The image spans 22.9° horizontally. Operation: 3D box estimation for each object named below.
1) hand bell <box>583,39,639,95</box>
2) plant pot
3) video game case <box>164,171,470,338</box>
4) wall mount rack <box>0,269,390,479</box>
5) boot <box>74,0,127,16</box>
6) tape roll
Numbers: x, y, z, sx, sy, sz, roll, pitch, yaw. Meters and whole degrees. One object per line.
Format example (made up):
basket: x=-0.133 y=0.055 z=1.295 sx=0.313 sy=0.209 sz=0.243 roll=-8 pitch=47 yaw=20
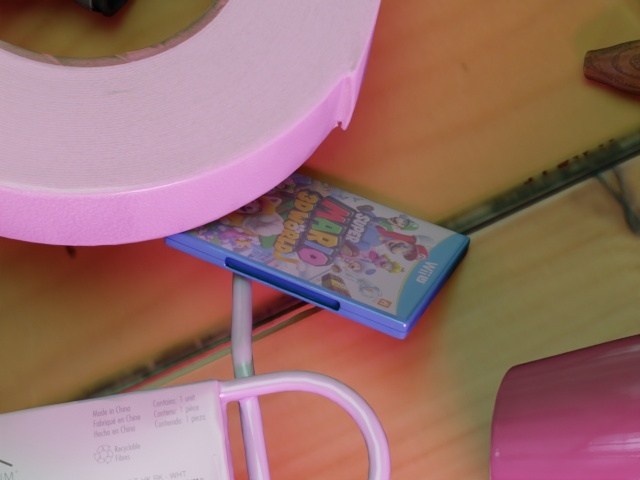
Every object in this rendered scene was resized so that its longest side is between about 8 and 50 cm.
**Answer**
hand bell: x=0.292 y=-0.109 z=1.028 sx=0.242 sy=0.126 sz=0.126 roll=6 pitch=67 yaw=21
plant pot: x=0.198 y=0.131 z=0.884 sx=0.180 sy=0.201 sz=0.201 roll=-3 pitch=66 yaw=22
video game case: x=0.000 y=0.000 z=1.013 sx=0.166 sy=0.015 sz=0.119 roll=22 pitch=34 yaw=15
wall mount rack: x=-0.136 y=0.120 z=0.959 sx=0.350 sy=0.130 sz=0.304 roll=-9 pitch=69 yaw=2
boot: x=-0.246 y=-0.193 z=1.112 sx=0.222 sy=0.118 sz=0.338 roll=16 pitch=74 yaw=7
tape roll: x=-0.151 y=-0.180 z=1.025 sx=0.391 sy=0.072 sz=0.392 roll=3 pitch=62 yaw=-5
